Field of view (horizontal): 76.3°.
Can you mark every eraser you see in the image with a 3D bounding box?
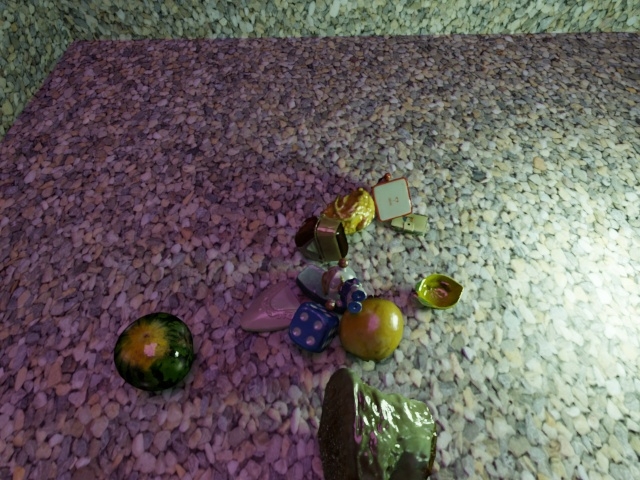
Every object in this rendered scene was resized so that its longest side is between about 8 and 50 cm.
[{"bbox_3d":[-0.199,0.276,1.594,0.243,0.059,0.204,-24,57,-20],"label":"eraser"}]

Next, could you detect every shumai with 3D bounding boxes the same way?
[{"bbox_3d":[0.178,0.592,1.232,0.323,0.324,0.398,5,58,-13],"label":"shumai"}]

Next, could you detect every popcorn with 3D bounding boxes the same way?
[{"bbox_3d":[0.118,-0.116,1.778,0.250,0.250,0.190,-42,98,-25],"label":"popcorn"}]

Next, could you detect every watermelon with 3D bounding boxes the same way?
[{"bbox_3d":[-0.571,0.387,1.412,0.268,0.269,0.269,-1,54,1],"label":"watermelon"}]

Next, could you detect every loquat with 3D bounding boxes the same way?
[{"bbox_3d":[0.182,0.307,1.461,0.243,0.244,0.244,-1,54,1],"label":"loquat"}]

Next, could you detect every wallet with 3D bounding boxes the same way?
[{"bbox_3d":[0.404,-0.077,1.850,0.154,0.039,0.110,14,52,11],"label":"wallet"}]

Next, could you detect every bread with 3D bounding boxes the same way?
[{"bbox_3d":[0.000,0.000,1.697,0.211,0.224,0.142,3,46,22],"label":"bread"}]

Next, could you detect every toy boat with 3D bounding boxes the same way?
[{"bbox_3d":[0.030,0.201,1.635,0.282,0.078,0.127,31,57,23],"label":"toy boat"}]

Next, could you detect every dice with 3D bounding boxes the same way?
[{"bbox_3d":[-0.024,0.316,1.484,0.146,0.143,0.147,28,96,20],"label":"dice"}]

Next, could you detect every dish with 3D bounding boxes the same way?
[{"bbox_3d":[0.458,0.215,1.610,0.207,0.080,0.149,-7,58,-5],"label":"dish"}]

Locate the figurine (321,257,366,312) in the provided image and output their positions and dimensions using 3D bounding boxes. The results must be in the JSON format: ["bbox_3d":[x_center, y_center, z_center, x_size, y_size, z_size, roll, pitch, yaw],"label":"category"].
[{"bbox_3d":[0.092,0.162,1.469,0.133,0.274,0.194,12,78,-21],"label":"figurine"}]

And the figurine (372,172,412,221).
[{"bbox_3d":[0.308,-0.228,1.873,0.160,0.184,0.226,-15,28,4],"label":"figurine"}]
